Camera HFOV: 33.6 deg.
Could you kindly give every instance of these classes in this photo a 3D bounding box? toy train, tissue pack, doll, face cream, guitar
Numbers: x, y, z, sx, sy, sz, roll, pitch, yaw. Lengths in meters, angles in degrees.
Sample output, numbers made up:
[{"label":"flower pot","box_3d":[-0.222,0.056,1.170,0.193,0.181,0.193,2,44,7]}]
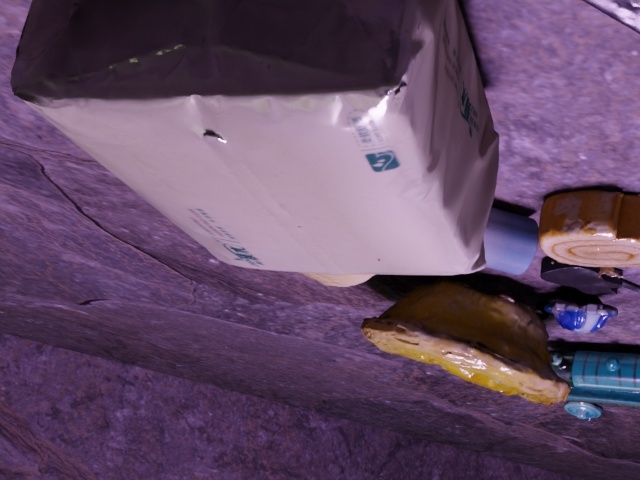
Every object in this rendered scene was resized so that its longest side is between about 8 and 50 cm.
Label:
[{"label":"toy train","box_3d":[0.533,0.243,1.860,0.298,0.120,0.194,0,153,28]},{"label":"tissue pack","box_3d":[-0.020,-0.114,0.879,0.297,0.207,0.380,2,161,20]},{"label":"doll","box_3d":[0.381,0.104,1.576,0.096,0.070,0.195,6,175,-8]},{"label":"face cream","box_3d":[0.139,-0.022,1.294,0.250,0.077,0.077,14,162,-13]},{"label":"guitar","box_3d":[0.414,0.064,1.499,0.233,0.025,0.088,20,159,-28]}]

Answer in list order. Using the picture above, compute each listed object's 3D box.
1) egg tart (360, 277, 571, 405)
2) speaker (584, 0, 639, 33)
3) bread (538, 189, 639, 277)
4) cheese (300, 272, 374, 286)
[{"label":"egg tart","box_3d":[0.234,0.152,1.650,0.345,0.132,0.345,19,170,3]},{"label":"speaker","box_3d":[0.241,-0.215,0.577,0.388,0.184,0.180,26,157,-14]},{"label":"bread","box_3d":[0.329,-0.009,1.238,0.149,0.073,0.122,-2,157,33]},{"label":"cheese","box_3d":[0.000,0.000,1.426,0.123,0.094,0.167,-12,158,30]}]
